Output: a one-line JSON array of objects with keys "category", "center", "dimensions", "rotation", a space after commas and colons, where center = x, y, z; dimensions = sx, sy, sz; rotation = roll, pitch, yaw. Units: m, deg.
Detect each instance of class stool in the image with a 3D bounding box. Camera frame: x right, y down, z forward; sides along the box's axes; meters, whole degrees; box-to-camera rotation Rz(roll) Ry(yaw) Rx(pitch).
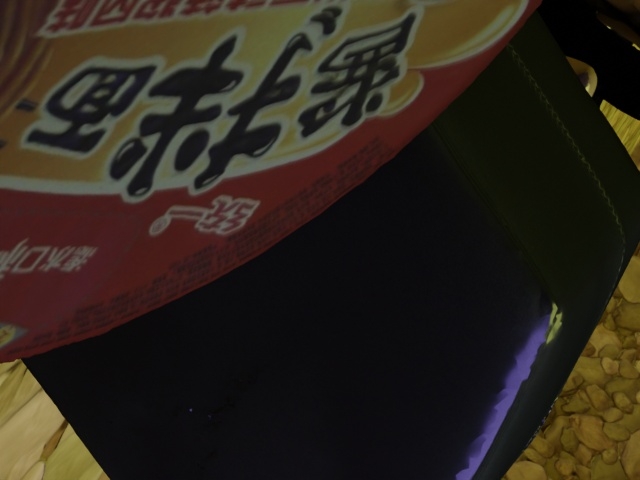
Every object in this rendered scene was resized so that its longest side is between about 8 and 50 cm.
[{"category": "stool", "center": [0.000, 0.000, 0.657], "dimensions": [0.141, 0.232, 0.232], "rotation": [-37, 158, -55]}]

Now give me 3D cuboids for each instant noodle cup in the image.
[{"category": "instant noodle cup", "center": [-0.049, -0.083, 0.440], "dimensions": [0.274, 0.091, 0.274], "rotation": [-31, 158, -14]}]

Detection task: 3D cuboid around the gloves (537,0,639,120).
[{"category": "gloves", "center": [0.154, -0.111, 1.141], "dimensions": [0.197, 0.152, 0.301], "rotation": [-64, -167, 8]}]
